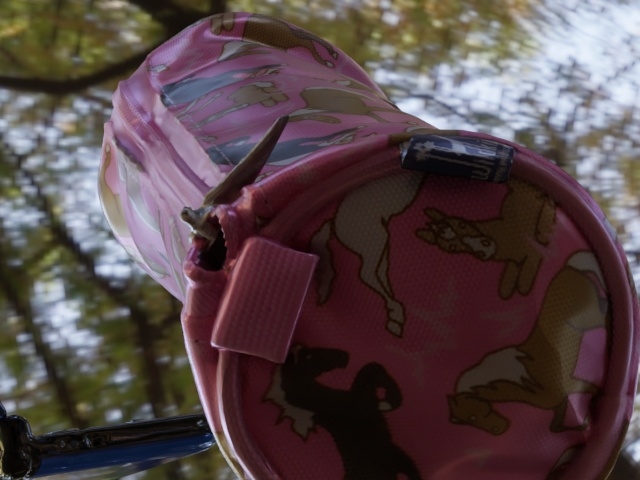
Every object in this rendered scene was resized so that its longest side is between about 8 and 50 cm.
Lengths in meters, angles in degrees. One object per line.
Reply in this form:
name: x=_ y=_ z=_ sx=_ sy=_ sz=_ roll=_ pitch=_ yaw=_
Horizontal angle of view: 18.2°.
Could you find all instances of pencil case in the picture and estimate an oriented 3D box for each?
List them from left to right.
pencil case: x=0.000 y=0.000 z=0.849 sx=0.160 sy=0.386 sz=0.167 roll=-20 pitch=-75 yaw=-7

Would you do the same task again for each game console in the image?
game console: x=-0.254 y=0.098 z=1.374 sx=0.293 sy=0.250 sz=0.173 roll=-22 pitch=-103 yaw=50
